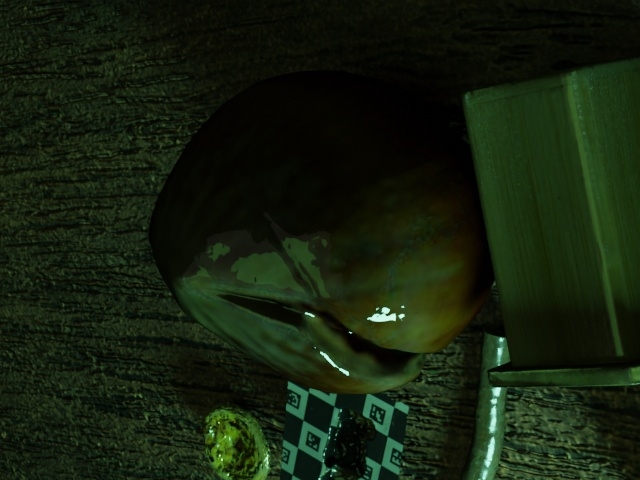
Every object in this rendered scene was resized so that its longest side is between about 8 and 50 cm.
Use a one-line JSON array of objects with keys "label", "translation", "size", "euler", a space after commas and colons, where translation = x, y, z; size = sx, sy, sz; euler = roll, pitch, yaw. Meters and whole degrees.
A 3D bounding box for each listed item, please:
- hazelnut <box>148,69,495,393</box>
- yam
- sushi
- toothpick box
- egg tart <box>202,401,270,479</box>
[{"label": "hazelnut", "translation": [0.000, 0.000, 1.510], "size": [0.409, 0.359, 0.359], "euler": [27, 124, 55]}, {"label": "yam", "translation": [0.194, 0.252, 1.626], "size": [0.045, 0.045, 0.327], "euler": [-126, 37, -61]}, {"label": "sushi", "translation": [0.039, 0.270, 1.775], "size": [0.192, 0.050, 0.215], "euler": [20, 114, 34]}, {"label": "toothpick box", "translation": [0.265, -0.019, 1.364], "size": [0.187, 0.190, 0.308], "euler": [-8, 95, 46]}, {"label": "egg tart", "translation": [-0.112, 0.289, 1.931], "size": [0.128, 0.049, 0.129], "euler": [12, 111, 35]}]
